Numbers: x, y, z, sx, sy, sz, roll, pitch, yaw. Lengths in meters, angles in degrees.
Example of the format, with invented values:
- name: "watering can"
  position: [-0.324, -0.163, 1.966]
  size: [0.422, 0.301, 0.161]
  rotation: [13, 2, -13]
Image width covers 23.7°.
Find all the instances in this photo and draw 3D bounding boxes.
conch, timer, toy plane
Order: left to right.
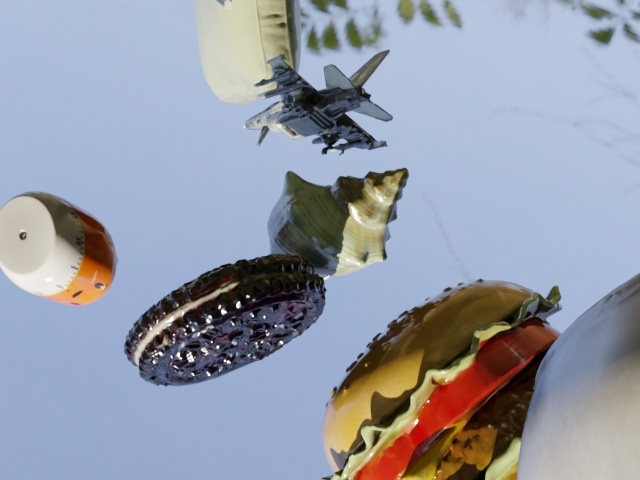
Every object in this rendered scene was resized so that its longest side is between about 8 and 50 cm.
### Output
- name: "timer"
  position: [-0.257, 0.014, 1.528]
  size: [0.136, 0.099, 0.136]
  rotation: [47, -171, -10]
- name: "toy plane"
  position: [-0.017, -0.132, 1.599]
  size: [0.160, 0.234, 0.082]
  rotation: [38, -129, -27]
- name: "conch"
  position: [0.004, -0.013, 1.492]
  size: [0.137, 0.234, 0.114]
  rotation: [-9, -103, -34]

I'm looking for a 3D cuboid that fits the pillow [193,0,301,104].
- name: "pillow"
  position: [-0.095, -0.337, 1.909]
  size: [0.120, 0.322, 0.255]
  rotation: [-4, -179, -17]

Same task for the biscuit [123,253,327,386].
- name: "biscuit"
  position: [-0.085, 0.074, 1.386]
  size: [0.194, 0.194, 0.053]
  rotation: [-14, -113, -32]

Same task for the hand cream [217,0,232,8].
- name: "hand cream"
  position: [-0.171, -0.334, 1.596]
  size: [0.124, 0.341, 0.078]
  rotation: [37, -97, 13]

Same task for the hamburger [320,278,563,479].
- name: "hamburger"
  position: [0.127, 0.156, 1.324]
  size: [0.274, 0.274, 0.212]
  rotation: [-26, -112, -39]

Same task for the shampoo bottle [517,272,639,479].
- name: "shampoo bottle"
  position: [0.237, 0.141, 0.668]
  size: [0.273, 0.273, 0.266]
  rotation: [-8, -120, -27]
